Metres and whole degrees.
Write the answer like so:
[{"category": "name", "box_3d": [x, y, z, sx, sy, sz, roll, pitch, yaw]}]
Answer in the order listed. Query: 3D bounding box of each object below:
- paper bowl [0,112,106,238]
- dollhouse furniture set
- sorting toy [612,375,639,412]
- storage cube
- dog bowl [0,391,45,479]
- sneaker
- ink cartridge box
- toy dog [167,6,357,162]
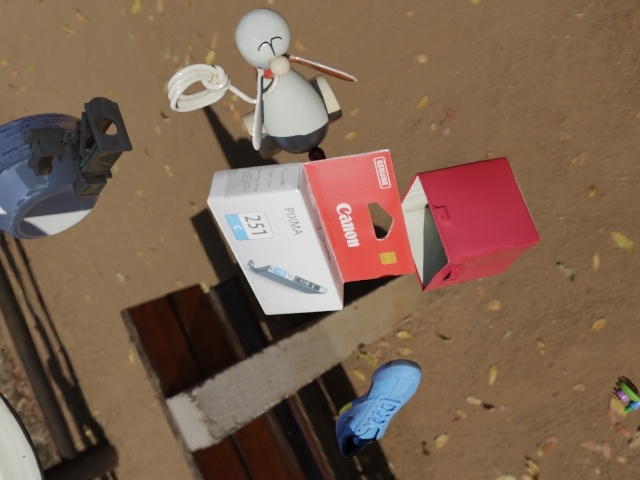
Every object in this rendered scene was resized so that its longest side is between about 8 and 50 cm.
[{"category": "paper bowl", "box_3d": [-0.561, -0.112, 1.408, 0.148, 0.284, 0.284, 56, 134, 16]}, {"category": "dollhouse furniture set", "box_3d": [-0.439, -0.152, 1.195, 0.182, 0.161, 0.101, -35, 72, 47]}, {"category": "sorting toy", "box_3d": [0.556, 0.282, 1.286, 0.042, 0.102, 0.061, -45, 69, 16]}, {"category": "storage cube", "box_3d": [0.282, -0.033, 1.392, 0.183, 0.193, 0.214, 110, 146, -66]}, {"category": "dog bowl", "box_3d": [-0.451, 0.272, 0.593, 0.150, 0.408, 0.407, -29, 83, 59]}, {"category": "sneaker", "box_3d": [0.088, 0.257, 1.052, 0.069, 0.082, 0.209, 24, 130, -14]}, {"category": "ink cartridge box", "box_3d": [0.000, 0.000, 1.084, 0.261, 0.066, 0.296, -6, 140, 12]}, {"category": "toy dog", "box_3d": [-0.044, -0.190, 1.040, 0.220, 0.334, 0.161, -37, 74, 19]}]
